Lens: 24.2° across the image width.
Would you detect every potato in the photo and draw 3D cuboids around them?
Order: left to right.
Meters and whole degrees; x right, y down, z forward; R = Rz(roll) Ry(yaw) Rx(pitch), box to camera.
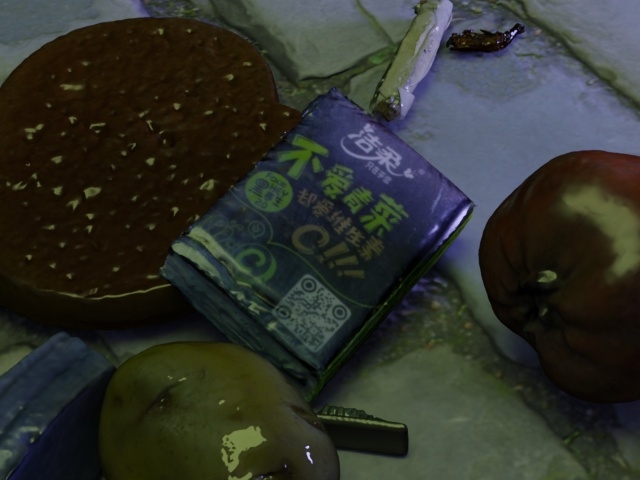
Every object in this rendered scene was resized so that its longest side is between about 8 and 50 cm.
[{"bbox_3d":[-0.080,0.160,1.120,0.154,0.137,0.200,-34,50,-20],"label":"potato"}]

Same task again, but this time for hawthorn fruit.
[{"bbox_3d":[0.252,0.015,1.184,0.251,0.199,0.199,-18,41,-36],"label":"hawthorn fruit"}]

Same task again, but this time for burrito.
[{"bbox_3d":[0.094,-0.181,1.503,0.045,0.041,0.185,-2,44,34],"label":"burrito"}]

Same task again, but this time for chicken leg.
[{"bbox_3d":[0.170,-0.204,1.524,0.083,0.021,0.036,-9,35,1],"label":"chicken leg"}]

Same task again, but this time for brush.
[{"bbox_3d":[-0.021,0.143,1.202,0.190,0.034,0.027,4,37,15],"label":"brush"}]

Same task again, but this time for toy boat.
[{"bbox_3d":[-0.249,0.194,1.128,0.078,0.127,0.283,20,50,20],"label":"toy boat"}]

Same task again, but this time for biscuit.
[{"bbox_3d":[-0.163,-0.069,1.418,0.350,0.070,0.394,2,46,8],"label":"biscuit"}]

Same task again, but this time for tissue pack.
[{"bbox_3d":[0.000,0.000,1.273,0.173,0.073,0.235,40,59,5],"label":"tissue pack"}]
